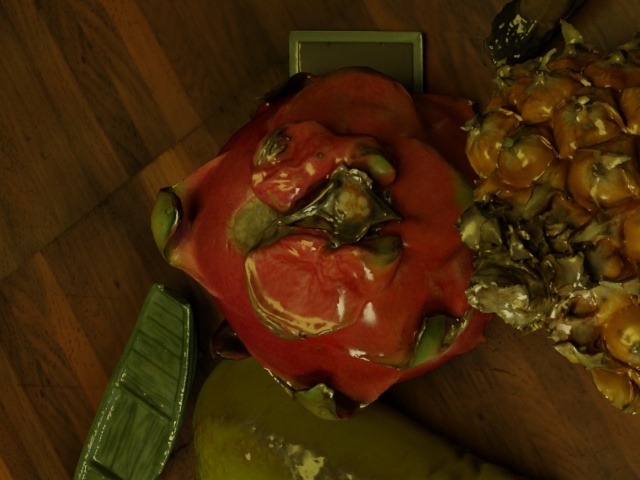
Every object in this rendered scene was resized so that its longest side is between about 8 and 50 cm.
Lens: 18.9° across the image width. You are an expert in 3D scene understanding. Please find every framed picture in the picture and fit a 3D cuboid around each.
[{"bbox_3d":[0.034,-0.099,1.737,0.142,0.011,0.183,4,99,32],"label":"framed picture"}]

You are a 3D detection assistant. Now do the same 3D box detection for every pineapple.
[{"bbox_3d":[0.249,-0.025,1.450,0.209,0.286,0.344,-38,78,31],"label":"pineapple"}]

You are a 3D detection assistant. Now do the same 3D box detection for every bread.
[{"bbox_3d":[0.039,0.230,1.726,0.383,0.112,0.166,27,111,26],"label":"bread"}]

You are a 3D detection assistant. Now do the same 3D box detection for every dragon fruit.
[{"bbox_3d":[0.000,0.000,1.635,0.305,0.226,0.305,6,102,29],"label":"dragon fruit"}]

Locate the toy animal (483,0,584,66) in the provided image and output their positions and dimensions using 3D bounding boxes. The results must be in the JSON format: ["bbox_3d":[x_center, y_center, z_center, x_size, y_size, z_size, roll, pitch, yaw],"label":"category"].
[{"bbox_3d":[0.200,-0.228,1.568,0.069,0.086,0.220,27,136,3],"label":"toy animal"}]

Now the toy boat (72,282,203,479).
[{"bbox_3d":[-0.176,0.173,1.887,0.093,0.055,0.293,32,114,25],"label":"toy boat"}]
